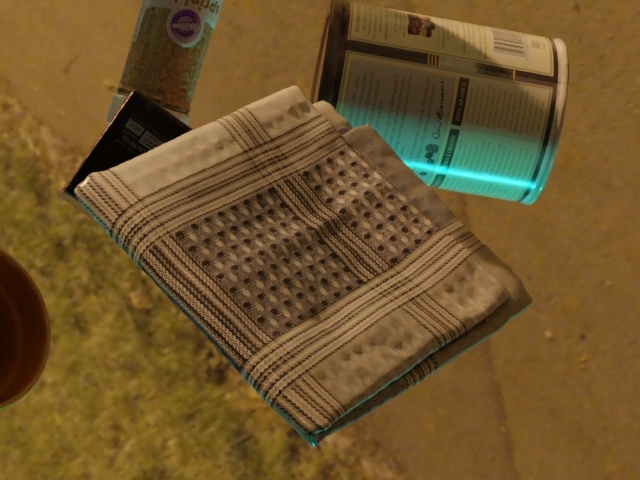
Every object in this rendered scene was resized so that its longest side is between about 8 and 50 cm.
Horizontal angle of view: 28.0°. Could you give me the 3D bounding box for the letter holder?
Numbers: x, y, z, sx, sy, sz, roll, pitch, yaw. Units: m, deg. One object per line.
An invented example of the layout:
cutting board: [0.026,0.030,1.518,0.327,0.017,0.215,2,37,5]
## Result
letter holder: [-0.168,-0.034,1.647,0.301,0.152,0.214,35,171,-11]

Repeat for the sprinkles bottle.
sprinkles bottle: [-0.217,-0.327,1.924,0.121,0.121,0.356,20,95,48]

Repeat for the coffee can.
coffee can: [0.129,-0.162,1.507,0.201,0.275,0.202,-170,90,-86]

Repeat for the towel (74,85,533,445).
towel: [0.000,0.000,1.142,0.312,0.324,0.056,44,133,19]

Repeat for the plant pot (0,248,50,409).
plant pot: [-0.451,0.121,1.495,0.188,0.205,0.205,-25,89,42]
